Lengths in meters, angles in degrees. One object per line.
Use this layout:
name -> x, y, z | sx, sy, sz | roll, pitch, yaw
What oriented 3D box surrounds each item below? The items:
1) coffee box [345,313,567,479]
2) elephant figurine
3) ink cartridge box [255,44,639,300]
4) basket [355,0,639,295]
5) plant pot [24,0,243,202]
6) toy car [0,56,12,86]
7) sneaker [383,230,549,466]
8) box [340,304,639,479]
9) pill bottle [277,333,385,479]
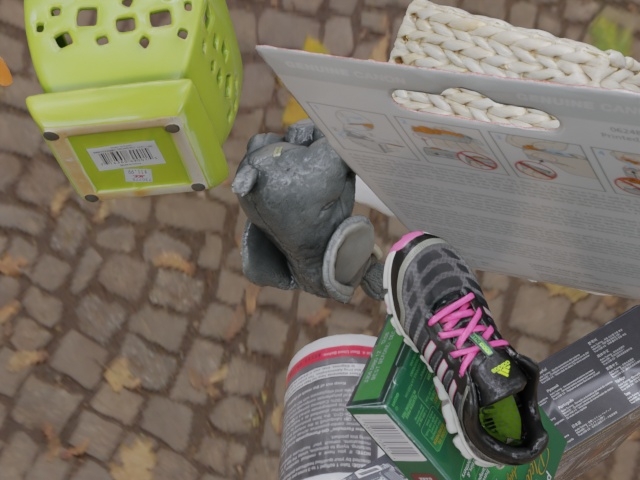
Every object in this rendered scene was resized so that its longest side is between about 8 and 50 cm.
coffee box -> 0.098, 0.129, 0.928 | 0.184, 0.040, 0.113 | 49, 50, -29
elephant figurine -> 0.000, 0.000, 1.452 | 0.186, 0.169, 0.239 | -15, 111, -10
ink cartridge box -> 0.170, -0.063, 0.988 | 0.308, 0.385, 0.091 | 12, 72, 30
basket -> 0.264, -0.107, 1.627 | 0.331, 0.328, 0.266 | 24, 100, 44
plant pot -> -0.221, -0.179, 1.594 | 0.228, 0.227, 0.207 | -5, 60, 7
toy car -> -0.331, -0.154, 0.958 | 0.238, 0.210, 0.219 | 18, 117, -22
sneaker -> 0.097, 0.071, 0.836 | 0.063, 0.075, 0.170 | -28, 104, -20
box -> 0.139, 0.195, 1.133 | 0.307, 0.242, 0.076 | -28, 70, -17
pill bottle -> 0.036, 0.285, 1.625 | 0.176, 0.176, 0.319 | 5, 47, -1
